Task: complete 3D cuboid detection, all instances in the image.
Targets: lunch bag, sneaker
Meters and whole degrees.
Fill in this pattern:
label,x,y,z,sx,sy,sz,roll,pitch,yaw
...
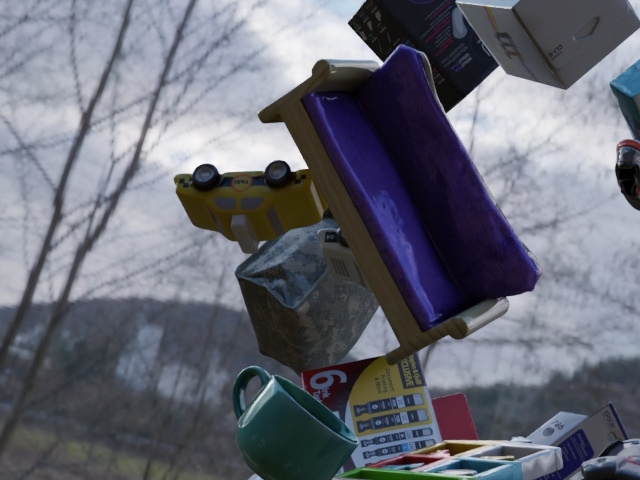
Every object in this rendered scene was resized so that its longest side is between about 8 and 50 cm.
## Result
label,x,y,z,sx,sy,sz,roll,pitch,yaw
lunch bag,0.010,0.066,2.084,0.169,0.287,0.235,30,-29,32
sneaker,0.478,-0.086,1.818,0.061,0.065,0.158,4,-35,31

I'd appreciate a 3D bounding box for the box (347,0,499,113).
label,x,y,z,sx,sy,sz,roll,pitch,yaw
box,0.214,-0.401,2.312,0.270,0.165,0.143,48,-23,-2

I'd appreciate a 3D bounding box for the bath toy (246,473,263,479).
label,x,y,z,sx,sy,sz,roll,pitch,yaw
bath toy,-0.059,0.473,1.558,0.151,0.348,0.129,-6,-11,22

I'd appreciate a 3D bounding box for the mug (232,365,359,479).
label,x,y,z,sx,sy,sz,roll,pitch,yaw
mug,-0.040,0.229,1.383,0.129,0.097,0.158,37,2,-28

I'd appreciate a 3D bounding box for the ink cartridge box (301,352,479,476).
label,x,y,z,sx,sy,sz,roll,pitch,yaw
ink cartridge box,0.125,0.329,1.888,0.272,0.309,0.130,-12,-54,0

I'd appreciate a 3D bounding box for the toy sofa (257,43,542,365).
label,x,y,z,sx,sy,sz,roll,pitch,yaw
toy sofa,0.098,-0.051,1.411,0.177,0.362,0.150,-31,-7,29

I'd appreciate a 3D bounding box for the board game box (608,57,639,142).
label,x,y,z,sx,sy,sz,roll,pitch,yaw
board game box,0.724,-0.294,2.191,0.254,0.336,0.079,53,-3,-39

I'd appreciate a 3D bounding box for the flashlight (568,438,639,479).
label,x,y,z,sx,sy,sz,roll,pitch,yaw
flashlight,0.230,0.206,0.887,0.103,0.103,0.304,-17,-11,14

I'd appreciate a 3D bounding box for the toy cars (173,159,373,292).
label,x,y,z,sx,sy,sz,roll,pitch,yaw
toy cars,0.000,0.000,1.500,0.393,0.087,0.176,20,-33,-22

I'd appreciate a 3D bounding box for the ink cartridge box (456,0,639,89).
label,x,y,z,sx,sy,sz,roll,pitch,yaw
ink cartridge box,0.277,-0.279,1.443,0.127,0.128,0.176,51,-4,-21

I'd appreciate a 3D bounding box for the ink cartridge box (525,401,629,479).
label,x,y,z,sx,sy,sz,roll,pitch,yaw
ink cartridge box,0.374,0.413,1.981,0.165,0.332,0.065,61,-10,-24

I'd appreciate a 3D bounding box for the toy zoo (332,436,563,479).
label,x,y,z,sx,sy,sz,roll,pitch,yaw
toy zoo,0.174,0.294,1.511,0.192,0.030,0.293,-6,0,44
